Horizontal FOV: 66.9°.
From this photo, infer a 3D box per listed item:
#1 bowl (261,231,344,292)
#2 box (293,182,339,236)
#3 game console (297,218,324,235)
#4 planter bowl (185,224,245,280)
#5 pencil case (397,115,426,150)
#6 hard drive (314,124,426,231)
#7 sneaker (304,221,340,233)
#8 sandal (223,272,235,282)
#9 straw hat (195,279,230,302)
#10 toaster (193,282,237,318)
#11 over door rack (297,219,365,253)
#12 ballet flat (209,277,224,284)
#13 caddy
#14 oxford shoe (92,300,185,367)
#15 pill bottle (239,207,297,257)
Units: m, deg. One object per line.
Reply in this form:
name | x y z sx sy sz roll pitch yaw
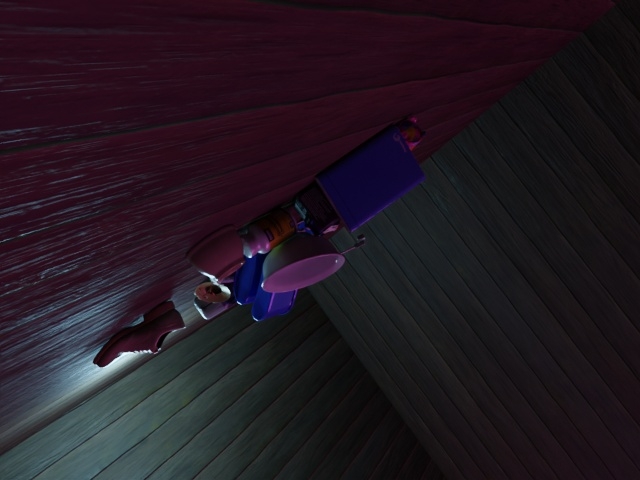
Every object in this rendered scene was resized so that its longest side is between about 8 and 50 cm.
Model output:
bowl | -0.077 0.060 1.670 0.298 0.134 0.298 -18 159 -7
box | 0.058 -0.154 1.670 0.270 0.143 0.165 -36 178 -12
game console | 0.042 -0.167 2.202 0.250 0.173 0.293 13 139 -42
planter bowl | -0.281 0.045 1.366 0.162 0.109 0.162 -36 175 -4
pencil case | 0.276 -0.339 1.726 0.104 0.104 0.236 -35 176 -24
hard drive | 0.168 -0.203 1.578 0.319 0.210 0.040 -36 -167 -11
sneaker | 0.004 -0.055 2.137 0.162 0.057 0.075 -8 144 -21
sandal | -0.274 0.105 2.147 0.417 0.102 0.169 -13 179 -39
straw hat | -0.435 0.190 1.974 0.144 0.145 0.061 -39 -147 33
toaster | -0.450 0.249 2.126 0.147 0.129 0.227 -34 -176 17
over door rack | 0.000 0.000 1.988 0.324 0.239 0.108 -30 152 1
ballet flat | -0.337 0.077 1.596 0.077 0.091 0.241 2 150 -30
caddy | -0.199 0.148 1.903 0.179 0.241 0.341 -16 134 -44
oxford shoe | -0.650 0.365 1.737 0.348 0.130 0.123 -36 176 -1
pill bottle | -0.170 -0.022 1.548 0.184 0.103 0.103 -34 175 -31
